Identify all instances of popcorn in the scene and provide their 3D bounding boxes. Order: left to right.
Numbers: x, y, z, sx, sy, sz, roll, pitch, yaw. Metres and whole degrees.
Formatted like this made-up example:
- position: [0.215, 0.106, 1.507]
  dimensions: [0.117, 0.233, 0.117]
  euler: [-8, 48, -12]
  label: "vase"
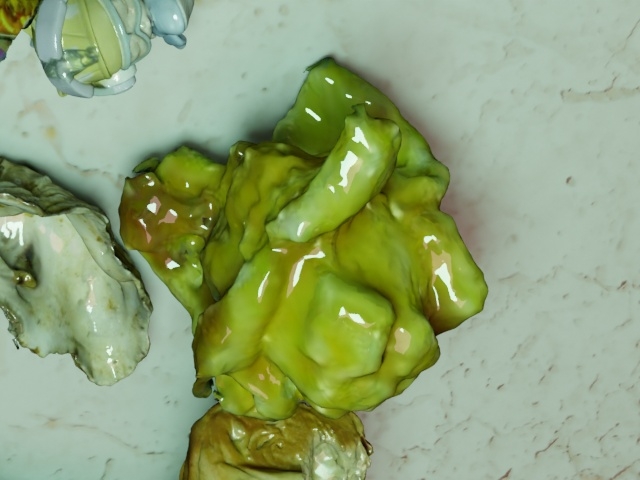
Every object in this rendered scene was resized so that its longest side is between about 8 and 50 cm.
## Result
- position: [0.011, -0.001, 1.496]
  dimensions: [0.321, 0.325, 0.290]
  euler: [-20, 138, 38]
  label: "popcorn"

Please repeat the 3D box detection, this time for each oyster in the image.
- position: [-0.278, 0.002, 1.531]
  dimensions: [0.341, 0.110, 0.166]
  euler: [32, 114, -27]
  label: "oyster"

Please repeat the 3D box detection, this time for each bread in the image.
- position: [-0.073, 0.296, 1.636]
  dimensions: [0.195, 0.149, 0.344]
  euler: [2, 145, -17]
  label: "bread"

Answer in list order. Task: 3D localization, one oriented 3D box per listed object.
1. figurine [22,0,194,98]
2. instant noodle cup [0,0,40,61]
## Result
- position: [-0.193, -0.195, 1.409]
  dimensions: [0.208, 0.184, 0.128]
  euler: [6, 126, 35]
  label: "figurine"
- position: [-0.370, -0.231, 1.214]
  dimensions: [0.340, 0.340, 0.266]
  euler: [-35, 124, 9]
  label: "instant noodle cup"
